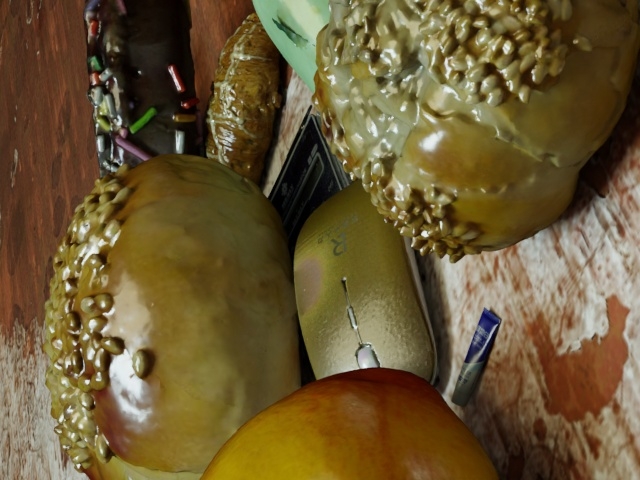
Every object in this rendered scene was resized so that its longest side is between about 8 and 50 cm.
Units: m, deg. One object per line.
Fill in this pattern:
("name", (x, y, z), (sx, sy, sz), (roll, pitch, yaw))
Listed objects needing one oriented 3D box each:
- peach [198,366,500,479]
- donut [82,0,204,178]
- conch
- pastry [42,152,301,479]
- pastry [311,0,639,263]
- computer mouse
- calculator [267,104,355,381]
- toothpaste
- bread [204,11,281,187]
("peach", (0.014, 0.247, 1.164), (0.289, 0.289, 0.308), (-61, 39, 43))
("donut", (-0.206, -0.131, 1.840), (0.345, 0.136, 0.259), (90, 171, -51))
("conch", (0.016, -0.202, 1.494), (0.143, 0.137, 0.251), (-27, 77, 33))
("pastry", (-0.159, 0.113, 1.586), (0.409, 0.245, 0.410), (178, 90, -77))
("pastry", (0.094, -0.128, 1.130), (0.255, 0.162, 0.311), (46, 142, 28))
("computer mouse", (0.039, 0.047, 1.386), (0.126, 0.056, 0.245), (-31, 52, 28))
("calculator", (-0.001, 0.000, 1.562), (0.274, 0.028, 0.166), (-109, 34, -46))
("toothpaste", (0.127, 0.096, 1.263), (0.024, 0.015, 0.083), (43, 119, 52))
("bread", (-0.091, -0.152, 1.755), (0.105, 0.076, 0.233), (-157, 73, -68))
